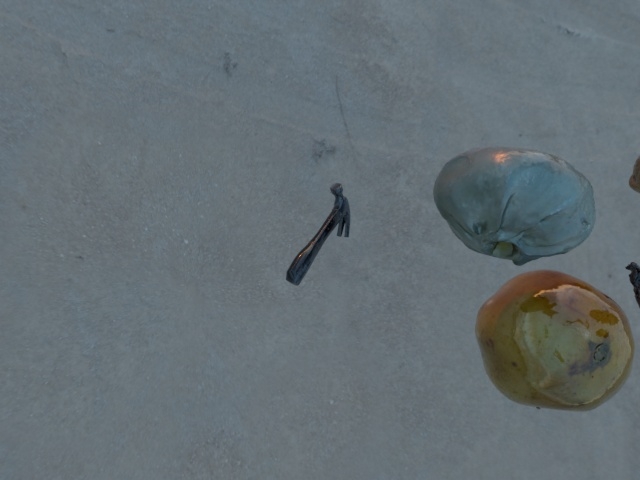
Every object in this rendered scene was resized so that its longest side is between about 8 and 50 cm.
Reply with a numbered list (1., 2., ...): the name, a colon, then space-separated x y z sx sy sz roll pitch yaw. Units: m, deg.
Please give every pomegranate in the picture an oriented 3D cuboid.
1. pomegranate: 0.655 0.292 1.176 0.416 0.416 0.417 2 83 -18

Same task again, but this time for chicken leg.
1. chicken leg: 1.114 0.194 1.395 0.106 0.051 0.253 -40 108 -56

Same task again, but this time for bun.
1. bun: 0.417 -0.065 0.920 0.354 0.354 0.194 27 75 -13

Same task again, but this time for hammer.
1. hammer: 0.000 0.000 0.982 0.290 0.037 0.137 -57 139 -36

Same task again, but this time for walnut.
1. walnut: 0.997 -0.189 1.188 0.166 0.149 0.167 39 38 -39
